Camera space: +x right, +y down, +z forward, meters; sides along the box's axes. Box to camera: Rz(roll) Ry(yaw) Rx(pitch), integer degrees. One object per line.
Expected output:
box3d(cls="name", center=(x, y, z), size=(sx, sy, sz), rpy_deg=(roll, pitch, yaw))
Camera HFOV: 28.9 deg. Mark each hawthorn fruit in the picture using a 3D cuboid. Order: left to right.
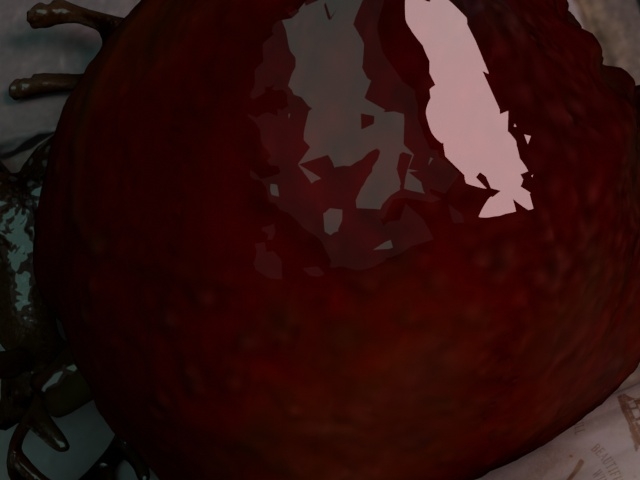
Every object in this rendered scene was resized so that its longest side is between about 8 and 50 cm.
box3d(cls="hawthorn fruit", center=(0.000, 0.000, 0.556), size=(0.307, 0.265, 0.265), rpy_deg=(-37, 64, 10))

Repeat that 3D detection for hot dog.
box3d(cls="hot dog", center=(0.157, 0.100, 0.559), size=(0.192, 0.053, 0.099), rpy_deg=(-27, 38, 5))

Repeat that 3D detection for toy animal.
box3d(cls="toy animal", center=(-0.146, -0.006, 0.704), size=(0.260, 0.087, 0.243), rpy_deg=(39, 90, 30))
